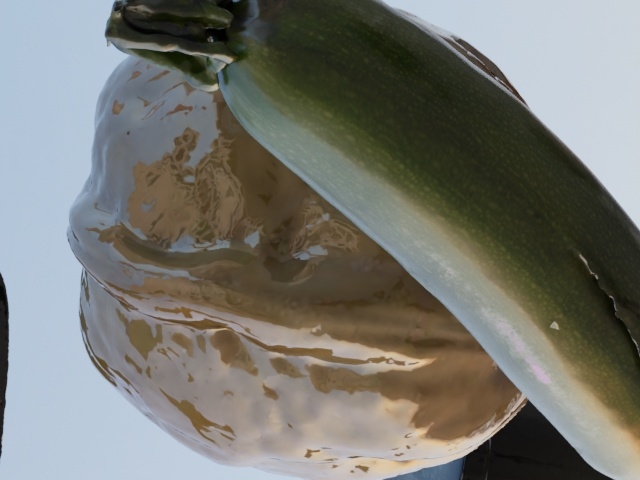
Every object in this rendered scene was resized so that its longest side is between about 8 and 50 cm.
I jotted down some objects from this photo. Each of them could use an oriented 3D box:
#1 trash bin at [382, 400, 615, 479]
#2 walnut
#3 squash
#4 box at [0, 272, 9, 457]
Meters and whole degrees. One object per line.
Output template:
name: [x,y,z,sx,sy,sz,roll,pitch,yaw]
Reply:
trash bin: [0.244,0.269,1.688,0.302,0.203,0.252,14,-136,-19]
walnut: [0.000,0.000,1.113,0.381,0.381,0.381,37,-135,-49]
squash: [0.064,0.002,0.531,0.318,0.080,0.071,41,-168,-29]
box: [-0.389,0.142,1.434,0.073,0.289,0.290,1,-81,-40]
